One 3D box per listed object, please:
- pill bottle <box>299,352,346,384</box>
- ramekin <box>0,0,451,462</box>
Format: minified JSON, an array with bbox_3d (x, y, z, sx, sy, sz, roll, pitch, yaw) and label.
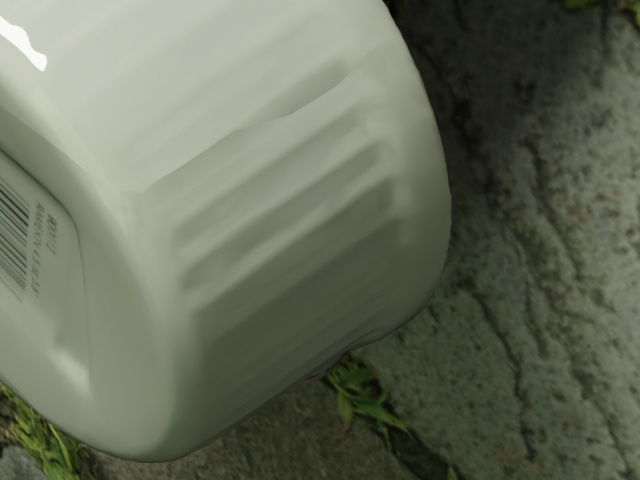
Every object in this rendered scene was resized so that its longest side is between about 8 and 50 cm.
[{"bbox_3d":[0.000,0.000,0.842,0.087,0.087,0.160,45,140,12],"label":"pill bottle"},{"bbox_3d":[-0.091,-0.039,0.699,0.277,0.135,0.277,35,146,28],"label":"ramekin"}]
